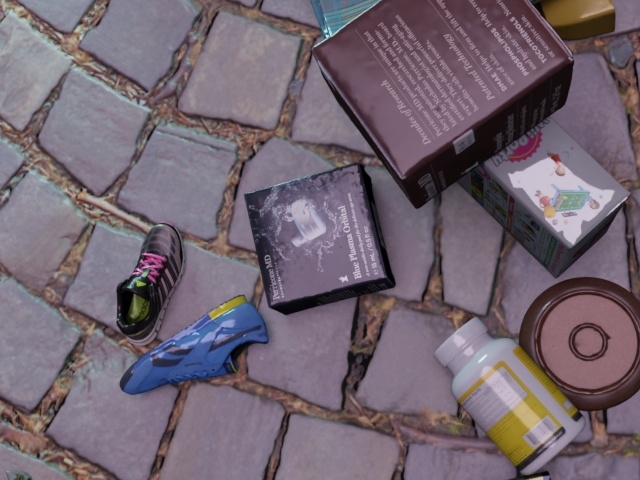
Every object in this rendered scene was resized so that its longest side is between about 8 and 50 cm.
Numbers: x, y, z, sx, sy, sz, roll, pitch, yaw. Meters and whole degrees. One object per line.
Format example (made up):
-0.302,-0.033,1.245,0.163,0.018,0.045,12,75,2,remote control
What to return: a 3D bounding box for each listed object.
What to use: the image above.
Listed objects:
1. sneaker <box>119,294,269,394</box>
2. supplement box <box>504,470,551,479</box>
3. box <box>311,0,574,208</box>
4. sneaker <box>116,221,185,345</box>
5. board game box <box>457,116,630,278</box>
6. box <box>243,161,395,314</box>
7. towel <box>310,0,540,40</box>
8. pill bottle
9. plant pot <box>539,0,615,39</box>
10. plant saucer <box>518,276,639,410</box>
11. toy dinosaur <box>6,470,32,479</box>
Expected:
-0.164,0.157,1.359,0.209,0.069,0.082,-32,81,4,sneaker
0.241,0.315,1.251,0.083,0.083,0.056,-15,79,8,supplement box
0.128,-0.168,1.079,0.203,0.168,0.167,-36,77,4,box
-0.229,0.055,1.383,0.063,0.075,0.170,16,84,12,sneaker
0.216,-0.106,1.255,0.097,0.224,0.303,-42,77,-1,board game box
0.000,0.000,1.343,0.158,0.093,0.156,-15,79,9,box
0.157,-0.372,1.358,0.370,0.040,0.271,-22,57,7,towel
0.225,0.185,1.266,0.103,0.103,0.184,-41,76,1,pill bottle
0.327,-0.304,1.342,0.083,0.081,0.081,-19,78,11,plant pot
0.333,0.127,1.295,0.168,0.029,0.168,-1,81,9,plant saucer
-0.369,0.421,1.282,0.160,0.313,0.121,31,99,-24,toy dinosaur
